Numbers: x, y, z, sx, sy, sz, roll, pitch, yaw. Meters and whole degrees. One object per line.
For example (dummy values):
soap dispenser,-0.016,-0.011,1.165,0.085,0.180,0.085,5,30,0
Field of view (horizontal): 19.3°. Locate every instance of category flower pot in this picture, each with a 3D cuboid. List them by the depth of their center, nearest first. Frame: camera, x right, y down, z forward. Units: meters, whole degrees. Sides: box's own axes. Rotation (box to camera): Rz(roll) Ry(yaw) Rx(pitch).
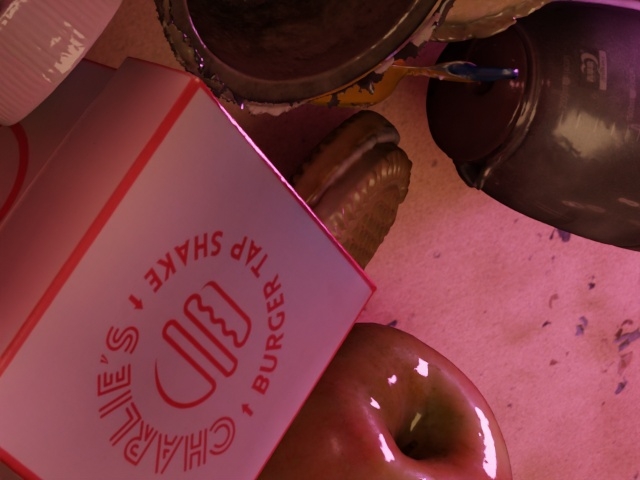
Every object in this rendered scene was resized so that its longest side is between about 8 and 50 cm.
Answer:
flower pot,-0.057,-0.270,1.443,0.290,0.259,0.290,-22,131,-27

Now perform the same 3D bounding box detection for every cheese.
cheese,0.038,-0.151,1.650,0.270,0.177,0.069,4,92,4

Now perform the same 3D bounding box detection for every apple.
apple,0.033,0.259,1.883,0.319,0.319,0.277,-1,148,-36

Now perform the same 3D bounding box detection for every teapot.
teapot,0.249,-0.163,1.810,0.312,0.233,0.315,12,84,-36

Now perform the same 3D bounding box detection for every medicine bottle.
medicine bottle,-0.279,-0.221,1.314,0.273,0.165,0.165,40,94,-17

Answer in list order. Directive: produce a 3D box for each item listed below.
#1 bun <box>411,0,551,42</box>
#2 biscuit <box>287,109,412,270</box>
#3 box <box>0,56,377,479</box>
bun,0.113,-0.299,1.623,0.259,0.152,0.259,-17,136,-17
biscuit,0.000,0.000,1.745,0.259,0.079,0.259,-53,169,-15
box,-0.201,0.046,1.494,0.312,0.300,0.314,-57,138,-15
